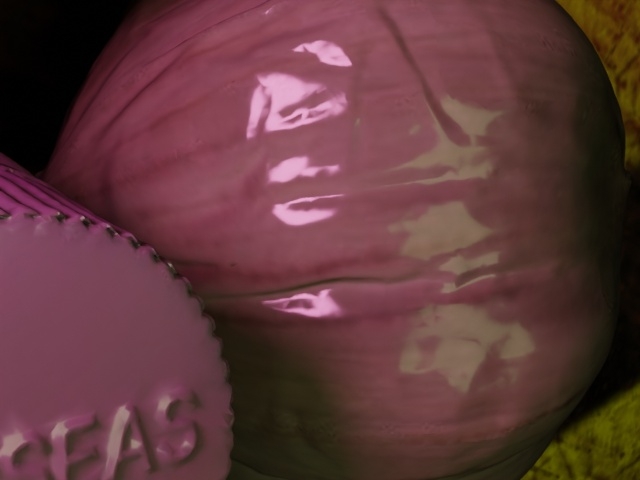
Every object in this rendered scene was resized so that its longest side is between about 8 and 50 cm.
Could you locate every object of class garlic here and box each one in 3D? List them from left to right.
[{"bbox_3d":[0.000,0.000,0.625,0.259,0.317,0.317,0,108,-10],"label":"garlic"}]

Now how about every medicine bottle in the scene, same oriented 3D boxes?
[{"bbox_3d":[-0.178,0.033,0.484,0.178,0.291,0.178,-15,115,-36],"label":"medicine bottle"}]
